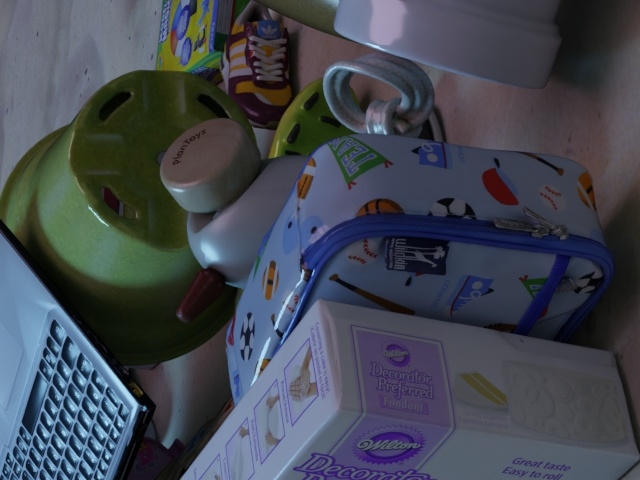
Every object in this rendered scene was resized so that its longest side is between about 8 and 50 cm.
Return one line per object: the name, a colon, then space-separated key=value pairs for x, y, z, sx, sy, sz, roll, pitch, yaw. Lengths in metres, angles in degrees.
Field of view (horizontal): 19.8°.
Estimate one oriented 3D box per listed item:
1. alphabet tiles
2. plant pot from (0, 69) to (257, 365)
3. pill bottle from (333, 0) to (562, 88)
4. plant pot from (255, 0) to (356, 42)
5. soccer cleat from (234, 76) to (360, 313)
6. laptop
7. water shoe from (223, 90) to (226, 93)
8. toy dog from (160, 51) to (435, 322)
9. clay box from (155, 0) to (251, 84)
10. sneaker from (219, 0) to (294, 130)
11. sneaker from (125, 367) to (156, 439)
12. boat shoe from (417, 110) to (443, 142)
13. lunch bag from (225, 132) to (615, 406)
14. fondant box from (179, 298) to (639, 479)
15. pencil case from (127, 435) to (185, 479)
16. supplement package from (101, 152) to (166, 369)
alphabet tiles: x=-0.126 y=0.235 z=1.680 sx=0.284 sy=0.021 sz=0.278 roll=-48 pitch=8 yaw=17
plant pot: x=-0.173 y=-0.040 z=1.806 sx=0.254 sy=0.276 sz=0.276 roll=128 pitch=146 yaw=-67
pill bottle: x=0.141 y=-0.310 z=1.372 sx=0.210 sy=0.210 sz=0.362 roll=38 pitch=115 yaw=63
plant pot: x=0.021 y=-0.284 z=1.647 sx=0.254 sy=0.237 sz=0.237 roll=48 pitch=125 yaw=43
soccer cleat: x=-0.031 y=-0.018 z=1.768 sx=0.121 sy=0.093 sz=0.289 roll=-165 pitch=86 yaw=-68
laptop: x=-0.323 y=0.271 z=1.807 sx=0.408 sy=0.236 sz=0.382 roll=48 pitch=142 yaw=19
water shoe: x=-0.154 y=-0.130 z=2.108 sx=0.203 sy=0.073 sz=0.080 roll=-178 pitch=96 yaw=-66
toy dog: x=0.000 y=0.000 z=1.476 sx=0.334 sy=0.220 sz=0.161 roll=-18 pitch=42 yaw=50
clay box: x=-0.141 y=-0.245 z=2.153 sx=0.222 sy=0.053 sz=0.127 roll=-23 pitch=59 yaw=61
sneaker: x=-0.064 y=-0.186 z=1.938 sx=0.185 sy=0.070 sz=0.084 roll=-116 pitch=38 yaw=-52
sneaker: x=-0.291 y=0.209 z=2.222 sx=0.147 sy=0.105 sz=0.295 roll=-62 pitch=33 yaw=23
boat shoe: x=0.059 y=-0.018 z=1.598 sx=0.081 sy=0.069 sz=0.227 roll=154 pitch=123 yaw=-61
lunch bag: x=0.073 y=0.050 z=1.340 sx=0.303 sy=0.243 sz=0.115 roll=119 pitch=153 yaw=-47
fondant box: x=0.041 y=0.187 z=1.345 sx=0.330 sy=0.238 sz=0.096 roll=-55 pitch=33 yaw=43
pencil case: x=-0.234 y=0.337 z=2.040 sx=0.284 sy=0.124 sz=0.124 roll=-59 pitch=31 yaw=36
supplement package: x=-0.235 y=0.010 z=2.146 sx=0.134 sy=0.139 sz=0.244 roll=141 pitch=133 yaw=-57
